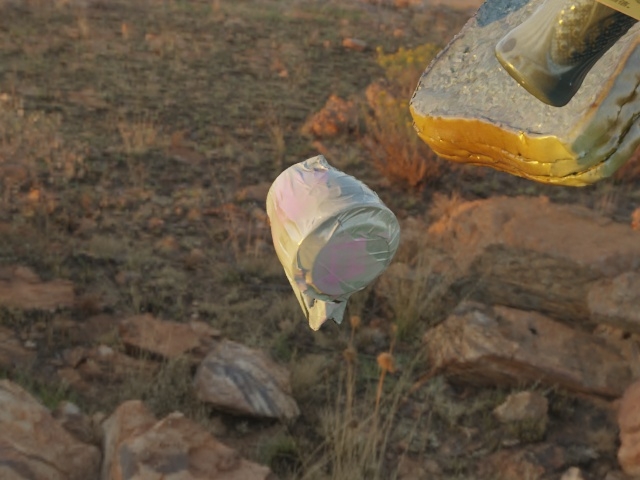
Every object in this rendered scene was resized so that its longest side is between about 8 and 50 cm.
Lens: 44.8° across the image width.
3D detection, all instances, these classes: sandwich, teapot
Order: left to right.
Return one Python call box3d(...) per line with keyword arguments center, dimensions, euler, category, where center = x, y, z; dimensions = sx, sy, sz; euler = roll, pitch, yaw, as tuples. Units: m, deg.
box3d(center=(0.012, -0.008, 1.102), dimensions=(0.163, 0.222, 0.178), euler=(-27, 47, -7), category="teapot")
box3d(center=(0.254, -0.193, 0.861), dimensions=(0.271, 0.099, 0.301), euler=(-48, 32, -10), category="sandwich")

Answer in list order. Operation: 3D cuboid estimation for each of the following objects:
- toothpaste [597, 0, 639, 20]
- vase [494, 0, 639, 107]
box3d(center=(0.106, -0.160, 0.331), dimensions=(0.336, 0.067, 0.081), euler=(23, -9, -5), category="toothpaste")
box3d(center=(0.230, -0.203, 0.584), dimensions=(0.096, 0.219, 0.096), euler=(30, 30, -19), category="vase")
